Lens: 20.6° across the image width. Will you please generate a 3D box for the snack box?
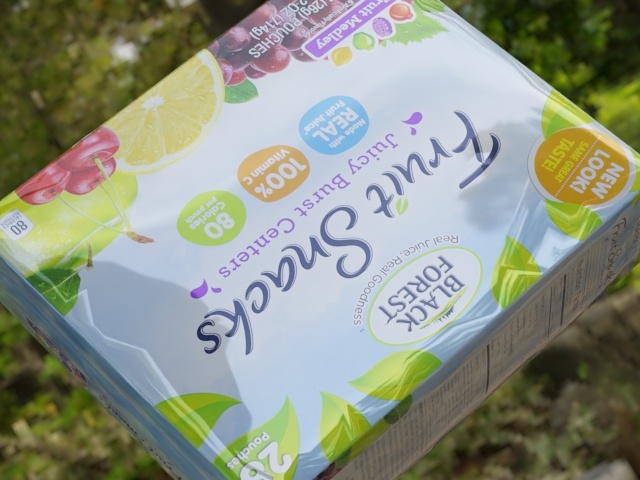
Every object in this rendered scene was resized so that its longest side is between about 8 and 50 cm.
[{"bbox_3d":[0.000,0.000,0.693,0.207,0.174,0.070,-39,-26,-18],"label":"snack box"}]
